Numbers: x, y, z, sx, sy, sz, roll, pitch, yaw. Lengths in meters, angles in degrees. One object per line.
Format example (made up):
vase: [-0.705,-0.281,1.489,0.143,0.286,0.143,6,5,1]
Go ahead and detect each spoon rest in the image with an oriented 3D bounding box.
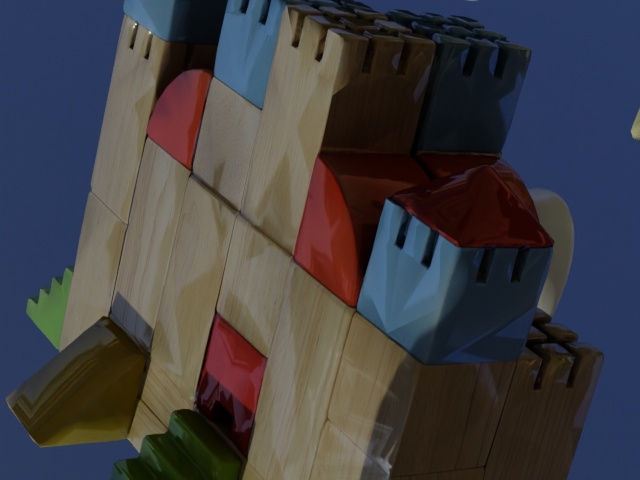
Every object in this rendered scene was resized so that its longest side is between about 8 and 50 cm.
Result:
spoon rest: [0.104,0.085,1.148,0.084,0.137,0.276,27,-78,-23]

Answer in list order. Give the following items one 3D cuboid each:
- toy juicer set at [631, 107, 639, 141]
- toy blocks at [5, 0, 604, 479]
toy juicer set: [0.279,-0.126,0.613,0.329,0.089,0.209,1,-80,-30]
toy blocks: [0.000,0.000,0.715,0.191,0.261,0.381,0,-156,-34]
